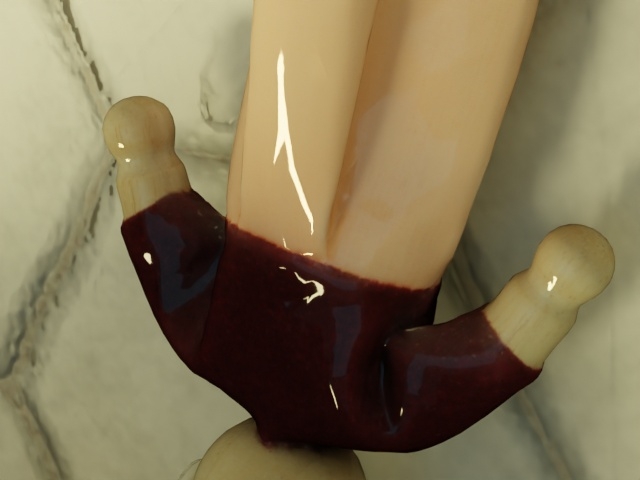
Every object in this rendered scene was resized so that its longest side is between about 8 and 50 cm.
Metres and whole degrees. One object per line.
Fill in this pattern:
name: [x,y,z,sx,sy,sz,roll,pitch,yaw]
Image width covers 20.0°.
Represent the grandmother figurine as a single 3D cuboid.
grandmother figurine: [0.000,0.000,0.664,0.208,0.104,0.342,25,116,35]
